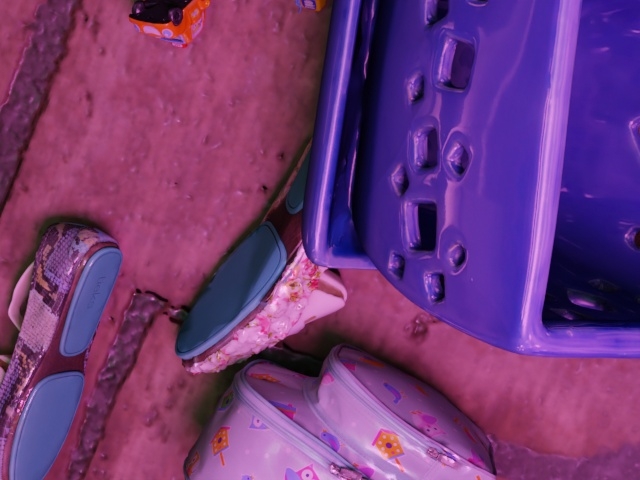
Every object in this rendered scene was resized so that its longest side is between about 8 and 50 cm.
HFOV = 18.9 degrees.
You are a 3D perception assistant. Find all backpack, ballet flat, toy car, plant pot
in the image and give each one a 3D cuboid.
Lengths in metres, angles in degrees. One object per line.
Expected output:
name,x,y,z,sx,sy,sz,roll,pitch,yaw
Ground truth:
backpack,0.015,0.145,1.194,0.188,0.166,0.144,25,98,1
ballet flat,0.000,0.000,1.224,0.077,0.091,0.241,29,107,-23
ballet flat,-0.186,0.074,1.276,0.070,0.070,0.188,23,99,5
toy car,-0.057,-0.142,1.224,0.122,0.060,0.040,1,130,15
plant pot,0.128,-0.067,1.100,0.212,0.236,0.236,15,100,46
